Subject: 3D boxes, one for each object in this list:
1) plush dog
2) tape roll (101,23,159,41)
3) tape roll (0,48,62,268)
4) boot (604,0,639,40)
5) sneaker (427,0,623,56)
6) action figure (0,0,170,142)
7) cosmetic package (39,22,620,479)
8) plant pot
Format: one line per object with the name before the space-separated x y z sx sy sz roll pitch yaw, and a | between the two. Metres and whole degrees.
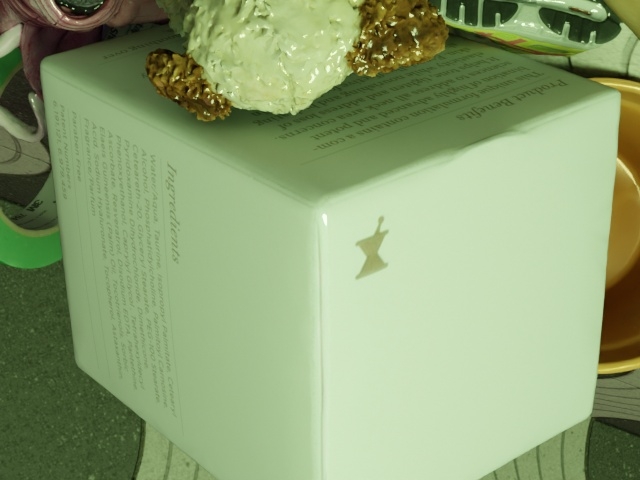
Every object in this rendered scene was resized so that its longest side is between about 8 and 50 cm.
plush dog | -0.029 -0.200 0.980 0.262 0.225 0.210 -14 152 14
tape roll | -0.159 -0.200 1.354 0.080 0.189 0.189 28 163 -37
tape roll | -0.369 -0.128 1.640 0.077 0.321 0.321 12 165 26
boot | 0.292 -0.205 0.974 0.269 0.089 0.236 30 173 -40
sneaker | 0.155 -0.205 1.156 0.208 0.082 0.094 19 169 -5
action figure | -0.261 -0.244 1.198 0.248 0.276 0.370 31 176 -24
cosmetic package | 0.000 0.000 1.160 0.329 0.328 0.393 -21 -146 -34
plant pot | 0.273 -0.021 1.378 0.290 0.291 0.203 19 -176 -2
